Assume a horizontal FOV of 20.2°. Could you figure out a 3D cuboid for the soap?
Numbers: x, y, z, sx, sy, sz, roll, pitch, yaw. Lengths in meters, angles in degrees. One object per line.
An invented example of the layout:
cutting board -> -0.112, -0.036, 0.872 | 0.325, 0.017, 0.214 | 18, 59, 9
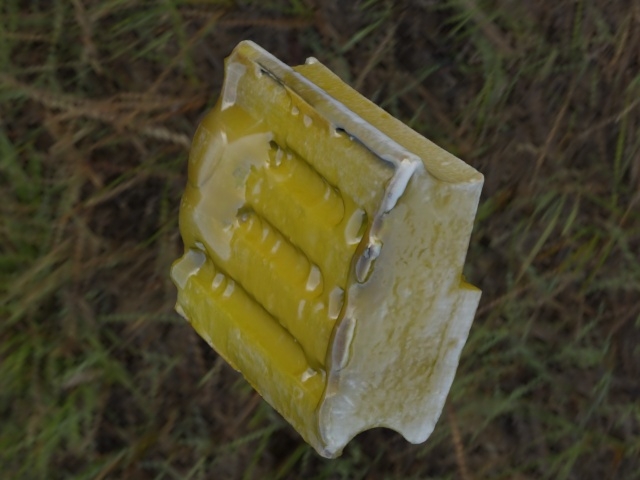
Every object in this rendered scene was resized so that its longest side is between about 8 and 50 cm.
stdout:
soap -> 0.000, 0.000, 1.465 | 0.281, 0.143, 0.259 | 43, 127, 51
